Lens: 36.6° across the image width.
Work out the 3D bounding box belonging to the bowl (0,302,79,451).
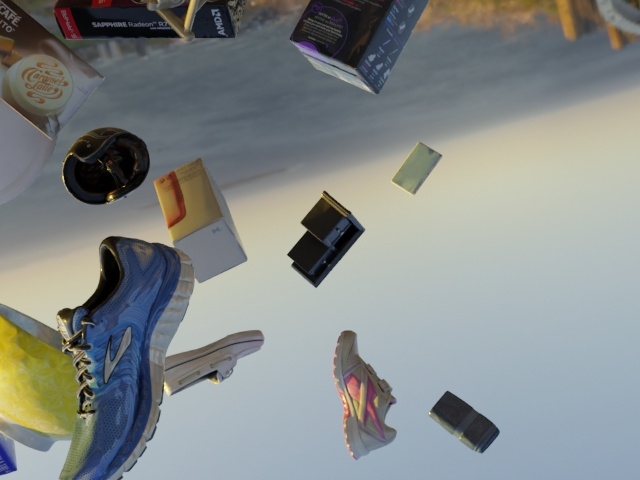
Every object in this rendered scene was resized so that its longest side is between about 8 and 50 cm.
[{"bbox_3d":[-0.427,0.230,1.491,0.156,0.289,0.289,-60,-168,-8],"label":"bowl"}]

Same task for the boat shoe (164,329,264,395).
[{"bbox_3d":[-0.203,0.239,1.842,0.226,0.076,0.083,-17,159,-22],"label":"boat shoe"}]

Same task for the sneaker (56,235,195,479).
[{"bbox_3d":[-0.271,0.146,1.191,0.147,0.330,0.129,25,155,-32],"label":"sneaker"}]

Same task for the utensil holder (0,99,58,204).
[{"bbox_3d":[-0.748,-0.275,1.860,0.327,0.328,0.385,-15,158,15],"label":"utensil holder"}]

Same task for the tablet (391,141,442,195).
[{"bbox_3d":[0.159,-0.119,1.598,0.054,0.083,0.006,35,179,33],"label":"tablet"}]

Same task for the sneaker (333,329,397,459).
[{"bbox_3d":[0.091,0.298,1.909,0.111,0.253,0.103,-12,168,4],"label":"sneaker"}]

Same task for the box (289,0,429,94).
[{"bbox_3d":[0.089,-0.448,1.867,0.165,0.270,0.143,29,179,25],"label":"box"}]

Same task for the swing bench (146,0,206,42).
[{"bbox_3d":[-0.245,-0.495,1.492,0.165,0.254,0.253,-58,179,-37],"label":"swing bench"}]

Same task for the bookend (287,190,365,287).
[{"bbox_3d":[0.000,0.000,1.877,0.156,0.072,0.157,-49,163,-1],"label":"bookend"}]

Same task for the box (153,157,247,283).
[{"bbox_3d":[-0.270,-0.046,2.167,0.126,0.149,0.232,-26,-137,1],"label":"box"}]

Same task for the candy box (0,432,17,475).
[{"bbox_3d":[-0.776,0.326,2.095,0.122,0.317,0.268,-18,-138,-9],"label":"candy box"}]

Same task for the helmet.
[{"bbox_3d":[-0.456,-0.157,2.037,0.161,0.170,0.169,-5,-170,45],"label":"helmet"}]

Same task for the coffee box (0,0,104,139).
[{"bbox_3d":[-0.503,-0.302,1.619,0.141,0.246,0.098,-50,-163,-2],"label":"coffee box"}]

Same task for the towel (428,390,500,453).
[{"bbox_3d":[0.255,0.326,1.725,0.067,0.119,0.029,-39,154,-31],"label":"towel"}]

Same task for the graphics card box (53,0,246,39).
[{"bbox_3d":[-0.332,-0.516,1.971,0.370,0.233,0.094,3,142,11],"label":"graphics card box"}]
